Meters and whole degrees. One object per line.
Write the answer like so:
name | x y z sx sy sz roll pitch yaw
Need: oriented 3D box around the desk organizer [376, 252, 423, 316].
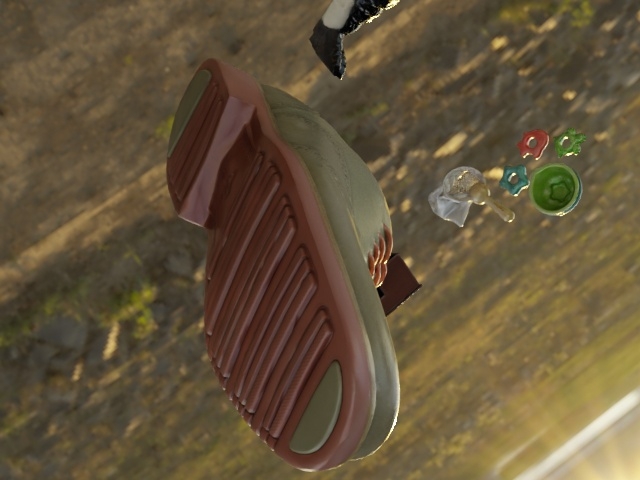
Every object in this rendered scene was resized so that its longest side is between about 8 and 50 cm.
desk organizer | 0.050 0.072 1.339 0.130 0.050 0.047 -39 -167 -18

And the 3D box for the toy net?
toy net | 0.240 -0.084 1.534 0.232 0.122 0.045 -6 171 33

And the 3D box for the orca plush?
orca plush | 0.103 -0.258 1.020 0.287 0.102 0.151 -54 -172 18

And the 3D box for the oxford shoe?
oxford shoe | 0.000 0.000 0.780 0.146 0.397 0.140 16 121 -26
